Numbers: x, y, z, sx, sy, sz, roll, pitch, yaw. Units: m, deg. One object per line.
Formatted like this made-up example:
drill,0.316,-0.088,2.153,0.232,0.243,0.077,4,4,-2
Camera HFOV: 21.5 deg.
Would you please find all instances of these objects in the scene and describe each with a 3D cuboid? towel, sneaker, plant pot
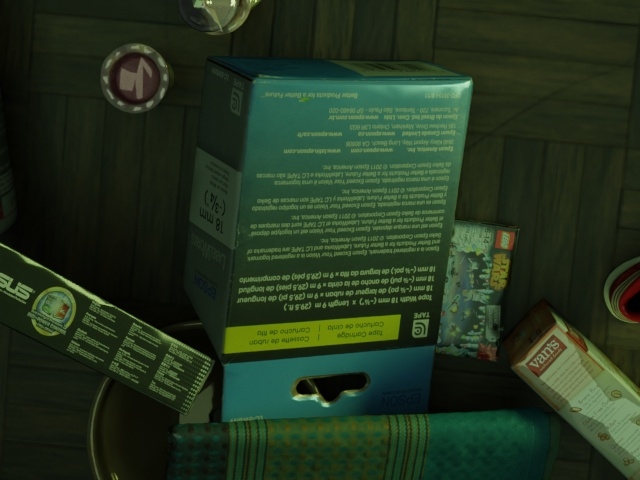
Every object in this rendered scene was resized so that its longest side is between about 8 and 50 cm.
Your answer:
towel,0.029,0.267,1.597,0.370,0.040,0.271,0,125,-13
sneaker,0.382,0.025,1.610,0.221,0.128,0.087,-32,95,7
plant pot,-0.105,0.188,1.664,0.237,0.110,0.237,0,95,3

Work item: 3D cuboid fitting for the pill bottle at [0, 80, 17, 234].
pill bottle,-0.383,-0.142,1.594,0.161,0.161,0.283,-3,107,3

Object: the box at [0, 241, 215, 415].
box,-0.257,0.055,1.500,0.270,0.216,0.060,33,80,-40

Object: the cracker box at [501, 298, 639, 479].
cracker box,0.281,0.165,1.617,0.232,0.156,0.067,43,97,-2

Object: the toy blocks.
toy blocks,-0.153,-0.312,1.536,0.309,0.260,0.288,-40,92,7

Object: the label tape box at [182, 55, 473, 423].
label tape box,0.000,0.000,1.578,0.241,0.106,0.333,-2,108,-31

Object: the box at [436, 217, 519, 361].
box,0.141,0.047,1.676,0.094,0.027,0.137,8,97,1
